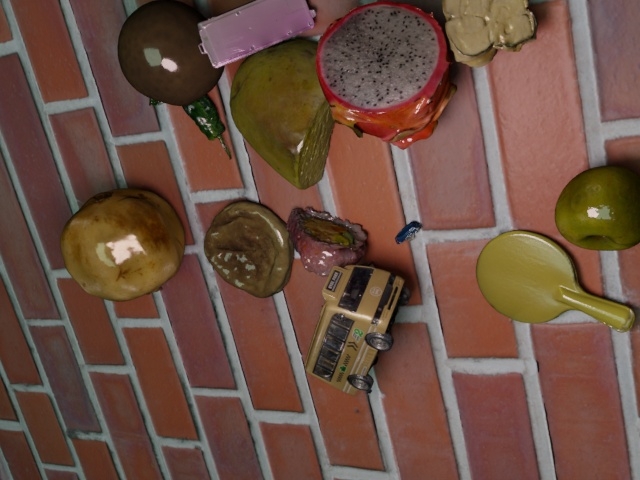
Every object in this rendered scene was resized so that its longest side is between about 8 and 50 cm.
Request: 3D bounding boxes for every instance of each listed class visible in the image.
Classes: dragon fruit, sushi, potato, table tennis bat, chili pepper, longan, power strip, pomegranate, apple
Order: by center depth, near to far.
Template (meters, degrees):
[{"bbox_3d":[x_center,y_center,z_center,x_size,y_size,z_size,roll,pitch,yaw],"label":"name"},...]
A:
[{"bbox_3d":[0.578,-0.065,1.545,0.196,0.196,0.157,2,76,28],"label":"apple"},{"bbox_3d":[0.143,-0.333,1.629,0.305,0.226,0.306,-4,70,10],"label":"dragon fruit"},{"bbox_3d":[0.530,0.108,1.730,0.368,0.054,0.224,23,120,23],"label":"table tennis bat"},{"bbox_3d":[-0.149,-0.494,1.754,0.278,0.037,0.109,-23,102,-1],"label":"power strip"},{"bbox_3d":[-0.112,-0.309,1.795,0.280,0.212,0.330,27,120,15],"label":"potato"},{"bbox_3d":[-0.365,-0.453,1.848,0.258,0.258,0.258,11,116,24],"label":"longan"},{"bbox_3d":[-0.007,0.008,1.905,0.241,0.161,0.108,22,121,18],"label":"sushi"},{"bbox_3d":[-0.331,-0.331,1.994,0.279,0.065,0.122,40,133,10],"label":"chili pepper"},{"bbox_3d":[-0.541,0.016,2.111,0.332,0.332,0.333,11,116,24],"label":"pomegranate"}]

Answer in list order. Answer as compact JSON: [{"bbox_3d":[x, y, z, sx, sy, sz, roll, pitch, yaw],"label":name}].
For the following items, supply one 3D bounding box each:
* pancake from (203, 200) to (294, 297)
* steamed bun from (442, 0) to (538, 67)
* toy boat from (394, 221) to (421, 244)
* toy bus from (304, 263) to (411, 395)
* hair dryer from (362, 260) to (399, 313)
[{"bbox_3d":[-0.194,0.028,2.085,0.294,0.049,0.295,11,117,23],"label":"pancake"},{"bbox_3d":[0.330,-0.453,1.542,0.177,0.106,0.192,-23,90,4],"label":"steamed bun"},{"bbox_3d":[0.214,-0.014,1.855,0.038,0.038,0.083,50,125,0],"label":"toy boat"},{"bbox_3d":[0.082,0.219,1.872,0.201,0.177,0.365,23,141,5],"label":"toy bus"},{"bbox_3d":[0.100,0.149,1.990,0.183,0.044,0.155,-24,98,39],"label":"hair dryer"}]
